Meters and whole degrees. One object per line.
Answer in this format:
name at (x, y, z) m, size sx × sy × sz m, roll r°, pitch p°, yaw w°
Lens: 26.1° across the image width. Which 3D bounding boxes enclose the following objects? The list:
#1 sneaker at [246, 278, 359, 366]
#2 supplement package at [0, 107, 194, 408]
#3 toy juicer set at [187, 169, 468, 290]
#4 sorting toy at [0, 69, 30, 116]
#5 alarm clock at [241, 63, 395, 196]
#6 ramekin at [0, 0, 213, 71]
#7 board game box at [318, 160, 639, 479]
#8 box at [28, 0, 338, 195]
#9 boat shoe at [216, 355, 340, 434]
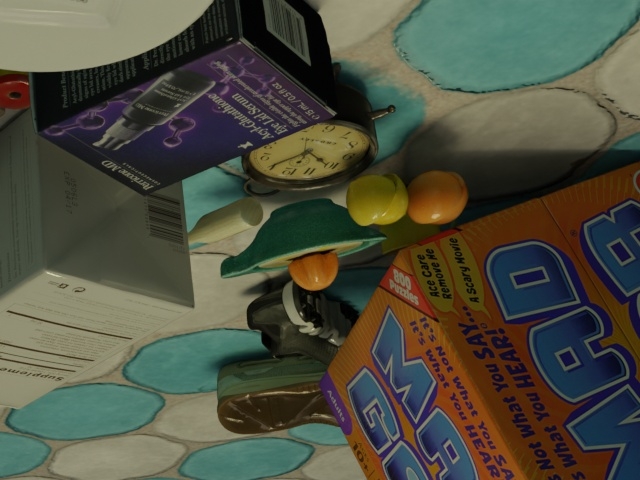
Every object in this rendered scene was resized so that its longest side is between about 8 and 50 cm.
sneaker at (-0.016, 0.115, 1.730) m, size 0.106 × 0.078 × 0.234 m, roll -17°, pitch 149°, yaw 22°
supplement package at (-0.287, 0.027, 1.350) m, size 0.175 × 0.177 × 0.293 m, roll 18°, pitch 144°, yaw -43°
toy juicer set at (0.000, 0.000, 1.373) m, size 0.329 × 0.089 × 0.209 m, roll -10°, pitch 172°, yaw -21°
sorting toy at (-0.379, -0.094, 1.228) m, size 0.274 × 0.046 × 0.132 m, roll -27°, pitch 148°, yaw 33°
alarm clock at (-0.022, -0.092, 1.317) m, size 0.129 × 0.064 × 0.192 m, roll 7°, pitch 148°, yaw -29°
ramekin at (-0.185, -0.231, 0.911) m, size 0.277 × 0.135 × 0.277 m, roll -7°, pitch 154°, yaw -4°
board game box at (0.266, 0.181, 1.521) m, size 0.356 × 0.356 × 0.356 m, roll -20°, pitch 159°, yaw -23°
box at (-0.115, -0.140, 1.145) m, size 0.207 × 0.108 × 0.153 m, roll -22°, pitch 151°, yaw 24°
boat shoe at (0.009, 0.193, 1.870) m, size 0.302 × 0.098 × 0.109 m, roll -6°, pitch 128°, yaw -2°
